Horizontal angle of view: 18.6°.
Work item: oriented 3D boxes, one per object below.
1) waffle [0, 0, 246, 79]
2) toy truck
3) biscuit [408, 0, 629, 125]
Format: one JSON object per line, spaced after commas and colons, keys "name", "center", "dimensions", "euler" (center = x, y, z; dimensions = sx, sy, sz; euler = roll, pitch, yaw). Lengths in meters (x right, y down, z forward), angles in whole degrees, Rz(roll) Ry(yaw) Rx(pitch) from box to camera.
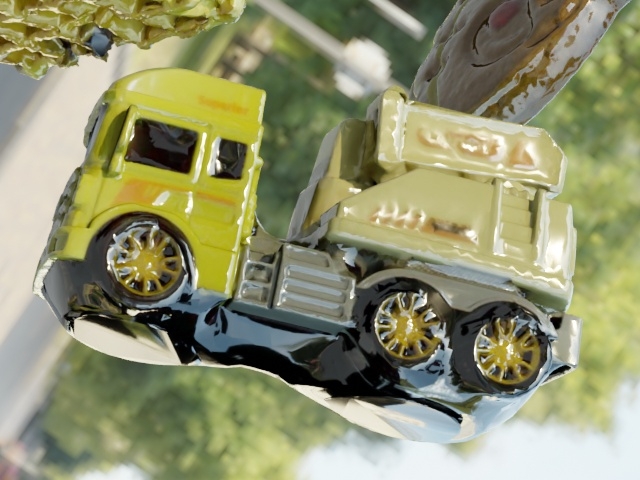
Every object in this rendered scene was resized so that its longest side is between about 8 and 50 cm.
{"name": "waffle", "center": [-0.202, -0.177, 1.330], "dimensions": [0.283, 0.309, 0.065], "euler": [92, 7, -75]}
{"name": "toy truck", "center": [0.000, 0.000, 1.480], "dimensions": [0.180, 0.405, 0.254], "euler": [131, -30, -69]}
{"name": "biscuit", "center": [0.216, -0.251, 1.838], "dimensions": [0.394, 0.070, 0.350], "euler": [-59, -163, -23]}
